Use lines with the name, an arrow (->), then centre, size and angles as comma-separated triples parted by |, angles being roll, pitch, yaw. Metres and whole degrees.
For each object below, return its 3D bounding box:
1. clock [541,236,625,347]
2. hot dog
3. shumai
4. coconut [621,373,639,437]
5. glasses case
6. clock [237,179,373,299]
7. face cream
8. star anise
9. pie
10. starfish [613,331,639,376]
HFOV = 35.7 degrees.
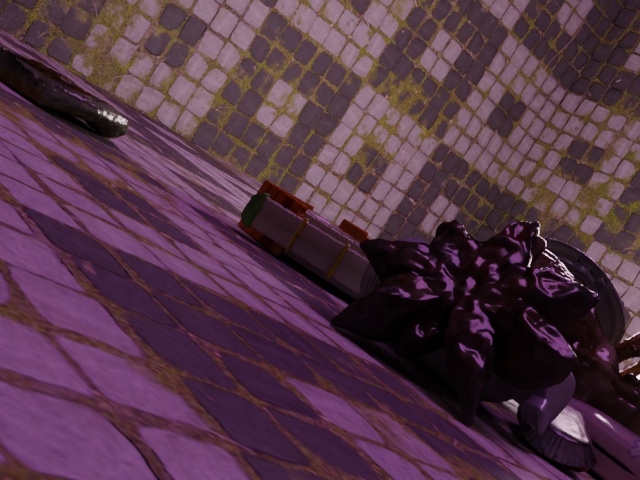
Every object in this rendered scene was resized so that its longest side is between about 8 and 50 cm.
clock -> 0.405, 0.107, 1.691 | 0.236, 0.053, 0.236 | 33, -38, 30
hot dog -> 0.300, 0.244, 1.273 | 0.108, 0.059, 0.191 | 25, 8, 9
shumai -> 0.378, 0.159, 1.586 | 0.283, 0.217, 0.346 | 28, -19, 6
coconut -> 0.581, 0.313, 1.590 | 0.259, 0.259, 0.259 | 33, 3, -2
glasses case -> 0.408, 0.295, 1.355 | 0.113, 0.075, 0.297 | 28, 4, -33
clock -> 0.000, 0.000, 1.587 | 0.255, 0.106, 0.220 | 32, 3, 1
face cream -> 0.204, 0.129, 1.303 | 0.145, 0.145, 0.369 | 30, 5, -38
star anise -> 0.165, 0.080, 1.172 | 0.315, 0.315, 0.108 | 35, -37, 30
pie -> -0.411, -0.231, 1.574 | 0.240, 0.054, 0.240 | 30, 3, -2
starfish -> 0.559, 0.156, 1.613 | 0.302, 0.299, 0.060 | 81, -2, -64
